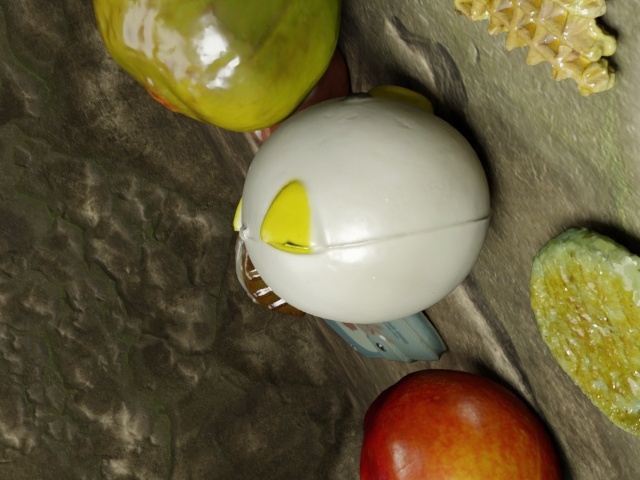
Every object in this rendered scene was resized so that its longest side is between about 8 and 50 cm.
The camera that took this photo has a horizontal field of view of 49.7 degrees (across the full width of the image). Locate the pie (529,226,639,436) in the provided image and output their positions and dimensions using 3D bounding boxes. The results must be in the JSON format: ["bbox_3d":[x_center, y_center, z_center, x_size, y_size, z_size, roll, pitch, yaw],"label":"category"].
[{"bbox_3d":[0.338,0.102,0.772,0.277,0.078,0.277,55,162,27],"label":"pie"}]

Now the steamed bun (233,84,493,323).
[{"bbox_3d":[0.053,-0.043,0.941,0.334,0.334,0.374,61,166,-11],"label":"steamed bun"}]

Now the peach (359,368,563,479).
[{"bbox_3d":[0.237,0.409,1.244,0.388,0.388,0.388,55,167,19],"label":"peach"}]

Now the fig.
[{"bbox_3d":[-0.120,-0.324,0.946,0.343,0.343,0.343,55,167,19],"label":"fig"}]

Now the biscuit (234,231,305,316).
[{"bbox_3d":[0.000,0.000,1.283,0.103,0.332,0.332,54,168,45],"label":"biscuit"}]

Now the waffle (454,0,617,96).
[{"bbox_3d":[0.190,-0.215,0.641,0.160,0.046,0.192,64,168,-21],"label":"waffle"}]

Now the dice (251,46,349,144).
[{"bbox_3d":[-0.061,-0.279,1.196,0.174,0.175,0.179,53,163,29],"label":"dice"}]

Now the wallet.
[{"bbox_3d":[0.134,0.189,1.616,0.252,0.083,0.360,47,157,-14],"label":"wallet"}]
